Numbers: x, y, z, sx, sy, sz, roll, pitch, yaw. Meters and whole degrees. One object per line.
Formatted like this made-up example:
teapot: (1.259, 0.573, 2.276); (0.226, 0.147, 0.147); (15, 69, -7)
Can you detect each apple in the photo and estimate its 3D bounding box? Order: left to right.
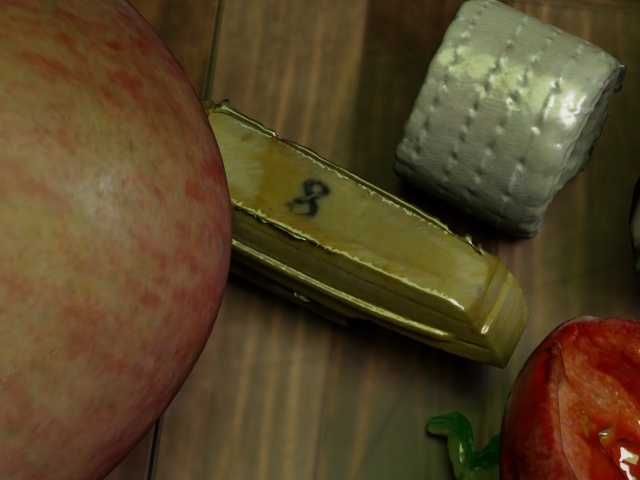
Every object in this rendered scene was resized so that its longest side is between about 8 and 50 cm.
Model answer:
apple: (-0.220, -0.016, 0.725); (0.344, 0.269, 0.345); (-3, 78, 16)

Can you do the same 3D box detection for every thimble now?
thimble: (0.097, -0.063, 0.868); (0.090, 0.115, 0.102); (26, 70, 10)

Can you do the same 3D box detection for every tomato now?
tomato: (0.165, 0.150, 0.769); (0.228, 0.101, 0.228); (24, 38, -20)

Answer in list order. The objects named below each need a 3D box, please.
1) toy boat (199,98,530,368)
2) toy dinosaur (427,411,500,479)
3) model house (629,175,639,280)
toy boat: (0.000, 0.000, 0.851); (0.226, 0.088, 0.068); (26, 63, 7)
toy dinosaur: (0.106, 0.126, 0.836); (0.119, 0.029, 0.060); (20, 56, 4)
model house: (0.369, -0.059, 0.800); (0.282, 0.297, 0.317); (26, 84, -35)
